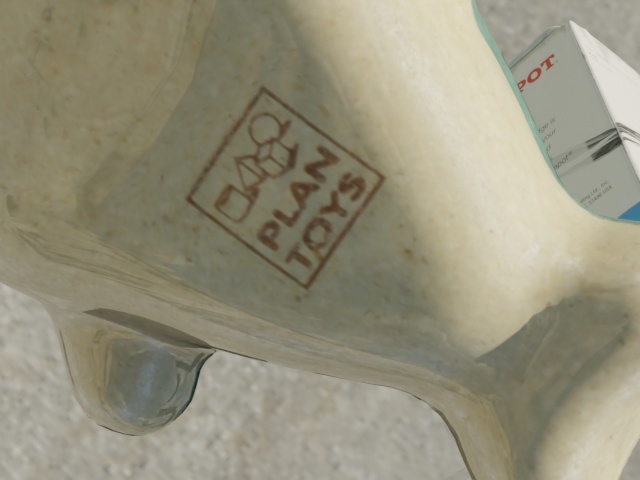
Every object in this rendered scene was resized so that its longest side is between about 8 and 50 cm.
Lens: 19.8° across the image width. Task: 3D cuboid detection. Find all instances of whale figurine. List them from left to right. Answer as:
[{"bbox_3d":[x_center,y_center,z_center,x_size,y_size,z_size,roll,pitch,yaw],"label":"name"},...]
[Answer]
[{"bbox_3d":[0.001,-0.031,0.554,0.216,0.272,0.141,-56,170,15],"label":"whale figurine"}]

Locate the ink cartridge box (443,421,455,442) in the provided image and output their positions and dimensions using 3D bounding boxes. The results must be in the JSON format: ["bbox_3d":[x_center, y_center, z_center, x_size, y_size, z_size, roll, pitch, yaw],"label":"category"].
[{"bbox_3d":[0.264,0.068,1.962,0.307,0.129,0.223,-31,119,-33],"label":"ink cartridge box"}]

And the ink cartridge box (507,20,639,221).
[{"bbox_3d":[0.130,-0.001,0.976,0.082,0.191,0.139,30,121,-33],"label":"ink cartridge box"}]

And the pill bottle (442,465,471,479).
[{"bbox_3d":[0.214,0.335,1.225,0.407,0.229,0.229,43,86,-18],"label":"pill bottle"}]
